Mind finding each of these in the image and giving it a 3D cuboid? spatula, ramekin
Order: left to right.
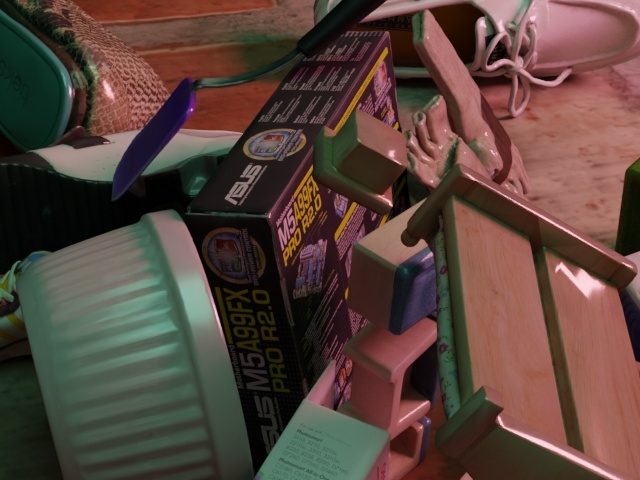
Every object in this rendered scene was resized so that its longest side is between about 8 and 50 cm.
[{"bbox_3d":[-0.122,0.091,0.823,0.109,0.207,0.207,-14,41,-12],"label":"ramekin"},{"bbox_3d":[-0.037,-0.130,0.927,0.296,0.030,0.084,-32,25,8],"label":"spatula"}]

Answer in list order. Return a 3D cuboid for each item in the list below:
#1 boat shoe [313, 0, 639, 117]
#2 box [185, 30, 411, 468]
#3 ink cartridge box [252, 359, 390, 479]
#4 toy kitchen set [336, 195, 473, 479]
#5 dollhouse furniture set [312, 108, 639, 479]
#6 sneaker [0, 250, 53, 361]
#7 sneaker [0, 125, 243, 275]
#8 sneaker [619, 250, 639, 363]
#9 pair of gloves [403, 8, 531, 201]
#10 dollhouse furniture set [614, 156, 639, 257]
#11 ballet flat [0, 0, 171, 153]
[{"bbox_3d":[0.174,-0.207,1.318,0.367,0.135,0.156,4,37,0],"label":"boat shoe"},{"bbox_3d":[0.000,0.000,0.941,0.060,0.216,0.270,2,35,20],"label":"box"},{"bbox_3d":[-0.007,0.173,0.783,0.062,0.104,0.181,20,50,17],"label":"ink cartridge box"},{"bbox_3d":[0.112,0.095,0.844,0.166,0.207,0.122,30,43,30],"label":"toy kitchen set"},{"bbox_3d":[0.112,0.146,0.695,0.356,0.174,0.303,28,33,-18],"label":"dollhouse furniture set"},{"bbox_3d":[-0.229,0.046,0.954,0.186,0.083,0.069,-6,39,-18],"label":"sneaker"},{"bbox_3d":[-0.176,-0.029,1.058,0.331,0.122,0.146,-5,21,-14],"label":"sneaker"},{"bbox_3d":[0.340,0.134,0.900,0.182,0.127,0.315,-15,45,-23],"label":"sneaker"},{"bbox_3d":[0.127,-0.067,1.103,0.042,0.204,0.240,-25,35,21],"label":"pair of gloves"},{"bbox_3d":[0.409,0.022,1.019,0.302,0.151,0.198,27,41,31],"label":"dollhouse furniture set"},{"bbox_3d":[-0.315,-0.215,1.256,0.483,0.164,0.182,39,25,28],"label":"ballet flat"}]
